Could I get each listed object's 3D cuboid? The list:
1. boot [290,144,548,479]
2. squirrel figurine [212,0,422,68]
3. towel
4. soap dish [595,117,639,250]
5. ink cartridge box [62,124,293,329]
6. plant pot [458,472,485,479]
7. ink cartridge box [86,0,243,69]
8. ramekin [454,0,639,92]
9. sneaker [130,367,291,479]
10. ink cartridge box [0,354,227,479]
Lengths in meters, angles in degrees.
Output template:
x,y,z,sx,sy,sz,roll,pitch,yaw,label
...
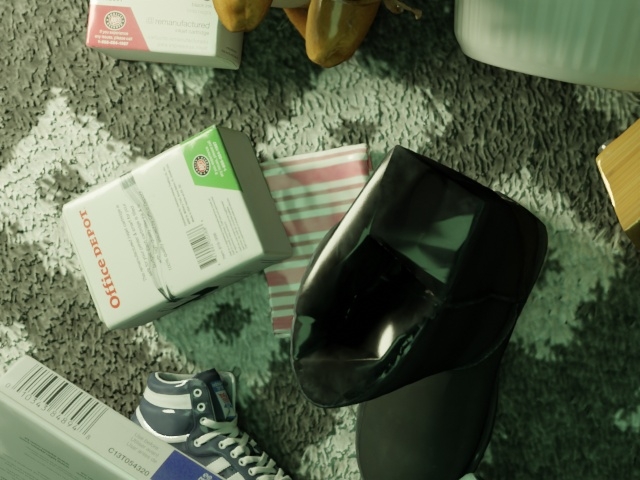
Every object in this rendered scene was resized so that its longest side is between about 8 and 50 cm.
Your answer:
x,y,z,sx,sy,sz,roll,pitch,yaw,label
0.084,0.113,1.225,0.146,0.445,0.367,18,94,13,boot
0.018,-0.367,1.255,0.281,0.370,0.397,23,85,-19,squirrel figurine
0.000,0.000,1.462,0.144,0.029,0.197,-11,87,13,towel
0.399,-0.102,1.269,0.291,0.229,0.118,-42,69,10,soap dish
-0.157,-0.011,1.456,0.208,0.087,0.153,-25,80,19,ink cartridge box
0.110,0.428,1.293,0.334,0.341,0.341,-41,80,1,plant pot
-0.161,-0.308,1.473,0.158,0.092,0.218,6,89,13,ink cartridge box
0.252,-0.225,1.291,0.272,0.273,0.127,13,105,14,ramekin
-0.085,0.235,1.445,0.282,0.099,0.153,20,96,16,sneaker
-0.207,0.312,1.429,0.324,0.071,0.330,29,140,12,ink cartridge box
